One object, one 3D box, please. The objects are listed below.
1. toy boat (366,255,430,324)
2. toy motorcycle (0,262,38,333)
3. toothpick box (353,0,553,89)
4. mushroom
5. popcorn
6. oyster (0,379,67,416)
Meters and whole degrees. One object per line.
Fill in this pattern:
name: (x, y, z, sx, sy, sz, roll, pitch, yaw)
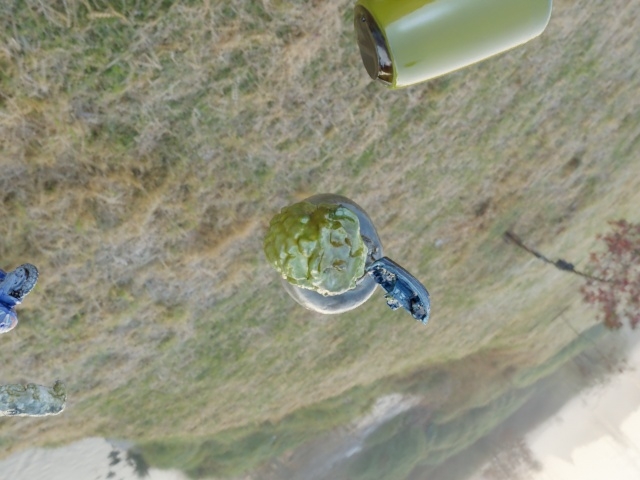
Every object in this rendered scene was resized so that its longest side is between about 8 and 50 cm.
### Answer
toy boat: (0.133, 0.086, 1.176, 0.060, 0.137, 0.061, -35, -165, 51)
toy motorcycle: (-0.492, 0.089, 1.005, 0.205, 0.114, 0.076, -8, 144, 25)
toothpick box: (0.185, -0.334, 1.036, 0.271, 0.175, 0.175, -25, 155, -7)
mushroom: (0.022, 0.022, 1.296, 0.226, 0.226, 0.178, -27, -175, -28)
popcorn: (-0.002, 0.011, 1.085, 0.173, 0.173, 0.142, -7, 100, -52)
oyster: (-0.524, 0.275, 1.144, 0.199, 0.061, 0.106, -21, 150, -18)
